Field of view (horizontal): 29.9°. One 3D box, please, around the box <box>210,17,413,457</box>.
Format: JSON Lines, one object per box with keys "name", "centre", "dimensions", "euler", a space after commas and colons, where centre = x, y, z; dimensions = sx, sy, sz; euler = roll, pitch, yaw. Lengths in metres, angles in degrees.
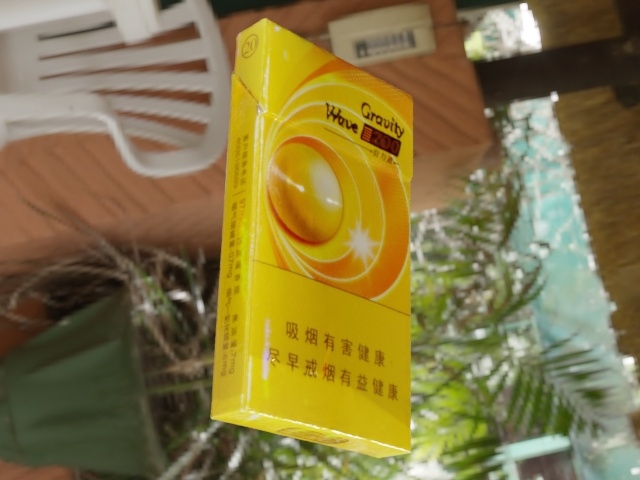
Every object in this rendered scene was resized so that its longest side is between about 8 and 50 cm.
{"name": "box", "centre": [0.000, 0.000, 0.806], "dimensions": [0.152, 0.043, 0.269], "euler": [23, 59, -40]}
